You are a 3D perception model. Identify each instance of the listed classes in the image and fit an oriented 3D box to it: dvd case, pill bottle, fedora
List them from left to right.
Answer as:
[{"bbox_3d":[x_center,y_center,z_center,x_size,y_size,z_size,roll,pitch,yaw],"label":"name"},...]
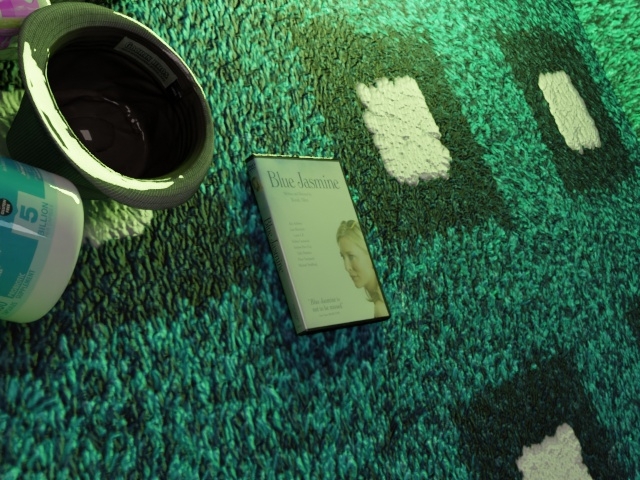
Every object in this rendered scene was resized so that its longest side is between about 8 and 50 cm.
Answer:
[{"bbox_3d":[-0.354,-0.023,0.747,0.264,0.146,0.146,19,56,-38],"label":"pill bottle"},{"bbox_3d":[-0.242,-0.126,0.936,0.244,0.124,0.275,58,32,-8],"label":"fedora"},{"bbox_3d":[0.000,0.000,1.196,0.180,0.022,0.253,-4,71,-47],"label":"dvd case"}]

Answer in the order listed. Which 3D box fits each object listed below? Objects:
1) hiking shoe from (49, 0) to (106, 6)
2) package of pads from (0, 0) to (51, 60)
[{"bbox_3d":[-0.269,-0.357,1.070,0.114,0.086,0.227,56,41,-11],"label":"hiking shoe"},{"bbox_3d":[-0.434,-0.281,0.847,0.296,0.101,0.229,-16,79,-48],"label":"package of pads"}]
